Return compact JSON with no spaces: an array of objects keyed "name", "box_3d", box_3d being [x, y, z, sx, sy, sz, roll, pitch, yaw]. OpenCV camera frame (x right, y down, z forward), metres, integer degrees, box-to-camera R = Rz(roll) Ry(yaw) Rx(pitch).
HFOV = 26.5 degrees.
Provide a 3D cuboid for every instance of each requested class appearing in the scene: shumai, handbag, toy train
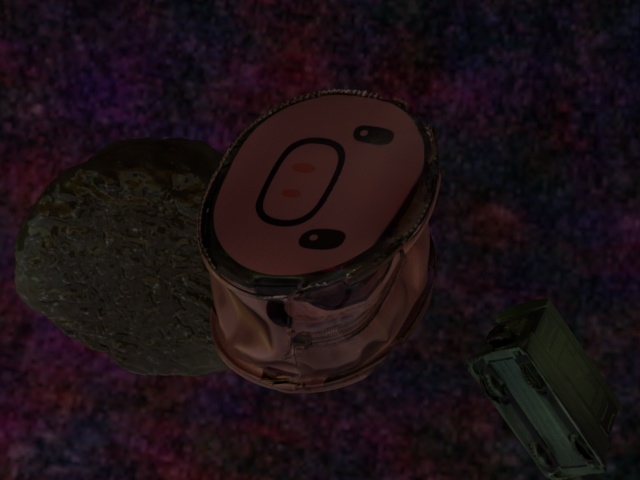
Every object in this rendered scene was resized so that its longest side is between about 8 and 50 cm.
[{"name":"shumai","box_3d":[-0.131,-0.008,1.248,0.261,0.222,0.225,8,119,9]},{"name":"handbag","box_3d":[-0.001,-0.001,0.990,0.179,0.205,0.116,11,142,23]},{"name":"toy train","box_3d":[0.116,0.075,0.688,0.038,0.056,0.093,-22,113,40]}]
